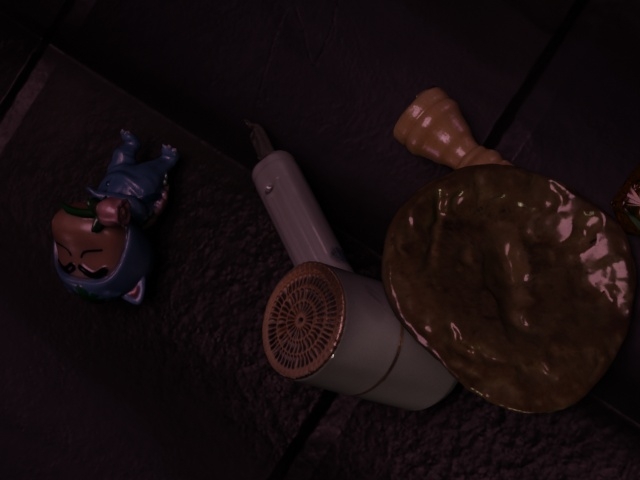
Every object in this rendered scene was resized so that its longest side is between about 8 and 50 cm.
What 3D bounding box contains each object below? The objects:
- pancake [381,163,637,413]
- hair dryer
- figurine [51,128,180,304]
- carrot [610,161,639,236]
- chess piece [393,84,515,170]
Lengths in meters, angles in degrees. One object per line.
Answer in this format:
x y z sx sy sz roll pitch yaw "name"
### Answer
0.168 0.044 1.294 0.241 0.050 0.242 5 68 -13 "pancake"
0.000 0.000 1.387 0.107 0.173 0.357 -46 47 24 "hair dryer"
-0.211 -0.029 1.463 0.114 0.144 0.178 16 73 19 "figurine"
0.347 -0.094 1.302 0.229 0.069 0.069 -48 67 7 "carrot"
0.133 -0.085 1.383 0.122 0.066 0.066 43 96 18 "chess piece"
